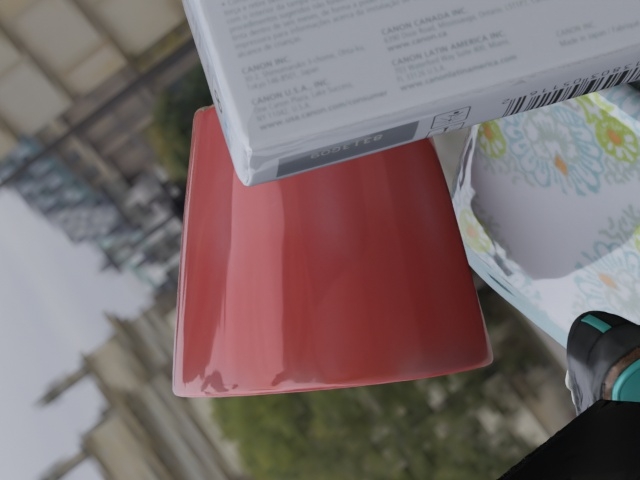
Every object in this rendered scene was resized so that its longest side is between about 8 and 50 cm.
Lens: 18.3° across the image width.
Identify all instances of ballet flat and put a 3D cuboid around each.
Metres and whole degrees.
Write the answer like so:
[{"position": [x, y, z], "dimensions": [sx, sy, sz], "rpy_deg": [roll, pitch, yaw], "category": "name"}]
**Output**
[{"position": [0.246, 0.162, 1.602], "dimensions": [0.096, 0.095, 0.280], "rpy_deg": [43, 152, 46], "category": "ballet flat"}]

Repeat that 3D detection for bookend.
[{"position": [0.159, 0.164, 1.123], "dimensions": [0.072, 0.156, 0.157], "rpy_deg": [59, 159, -10], "category": "bookend"}]

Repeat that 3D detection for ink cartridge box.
[{"position": [0.039, -0.258, 1.343], "dimensions": [0.091, 0.308, 0.385], "rpy_deg": [99, 154, -74], "category": "ink cartridge box"}]

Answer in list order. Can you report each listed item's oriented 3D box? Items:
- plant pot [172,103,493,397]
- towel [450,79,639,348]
[{"position": [0.000, 0.000, 1.692], "dimensions": [0.275, 0.275, 0.243], "rpy_deg": [25, -121, -86], "category": "plant pot"}, {"position": [0.274, -0.005, 1.650], "dimensions": [0.374, 0.090, 0.320], "rpy_deg": [40, 148, 18], "category": "towel"}]
